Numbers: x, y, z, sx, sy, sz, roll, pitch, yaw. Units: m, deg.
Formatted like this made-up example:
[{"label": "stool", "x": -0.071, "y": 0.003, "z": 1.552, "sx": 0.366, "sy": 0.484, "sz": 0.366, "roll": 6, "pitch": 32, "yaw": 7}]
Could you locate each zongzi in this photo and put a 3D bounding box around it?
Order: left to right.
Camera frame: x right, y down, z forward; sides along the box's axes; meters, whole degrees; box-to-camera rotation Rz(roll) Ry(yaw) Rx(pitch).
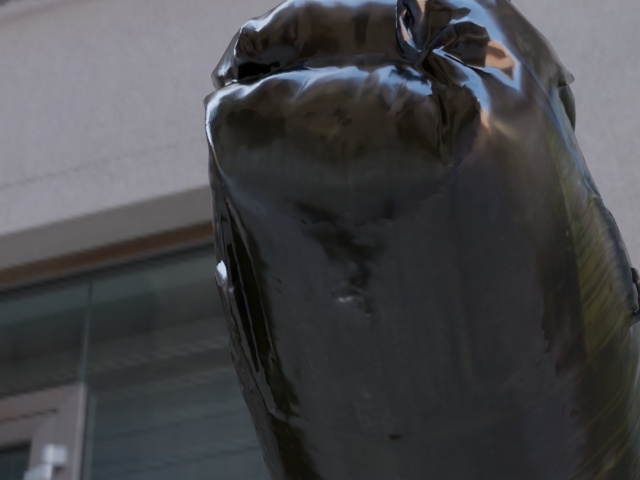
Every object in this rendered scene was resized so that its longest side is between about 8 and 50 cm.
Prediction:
[{"label": "zongzi", "x": 0.080, "y": -0.018, "z": 0.708, "sx": 0.208, "sy": 0.432, "sz": 0.403, "roll": -3, "pitch": -53, "yaw": 18}]
